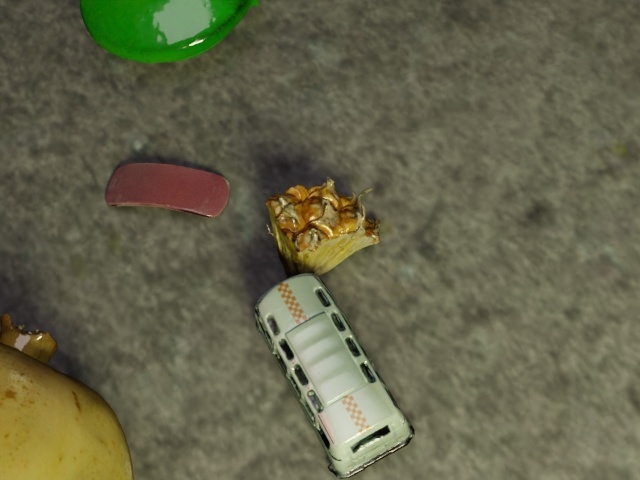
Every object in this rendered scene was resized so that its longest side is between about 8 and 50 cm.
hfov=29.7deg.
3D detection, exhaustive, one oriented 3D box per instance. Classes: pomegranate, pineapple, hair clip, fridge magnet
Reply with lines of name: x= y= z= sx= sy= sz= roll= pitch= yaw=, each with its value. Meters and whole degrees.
pomegranate: x=-0.305 y=0.208 z=1.015 sx=0.319 sy=0.319 sz=0.319 roll=-4 pitch=61 yaw=8
pineapple: x=0.000 y=0.000 z=1.191 sx=0.116 sy=0.137 sz=0.069 roll=-53 pitch=51 yaw=29
hair clip: x=-0.165 y=-0.054 z=1.283 sx=0.137 sy=0.022 sz=0.054 roll=8 pitch=60 yaw=14
fridge magnet: x=-0.171 y=-0.284 z=1.371 sx=0.208 sy=0.088 sz=0.208 roll=-5 pitch=60 yaw=8

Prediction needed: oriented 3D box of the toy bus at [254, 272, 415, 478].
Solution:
toy bus: x=0.005 y=0.115 z=1.115 sx=0.087 sy=0.089 sz=0.194 roll=-28 pitch=66 yaw=-5
